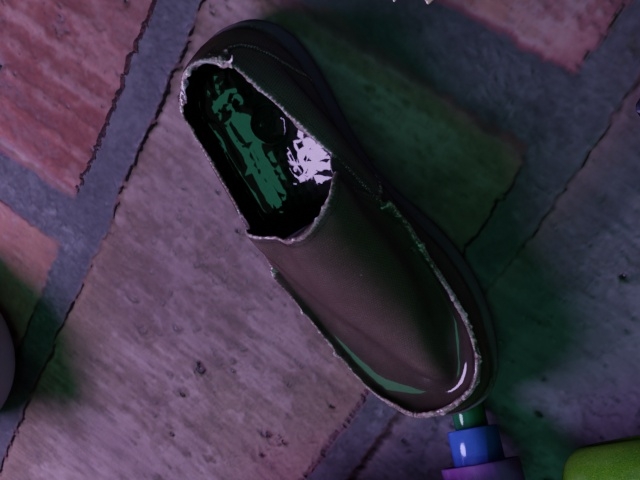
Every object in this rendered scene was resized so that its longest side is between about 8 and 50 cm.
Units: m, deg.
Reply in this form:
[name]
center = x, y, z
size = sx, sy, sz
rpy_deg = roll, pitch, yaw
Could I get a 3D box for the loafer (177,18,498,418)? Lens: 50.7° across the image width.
[loafer]
center = 0.000, 0.000, 0.524
size = 0.134, 0.130, 0.366
rpy_deg = -37, 92, 25

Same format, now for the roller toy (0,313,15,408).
[roller toy]
center = -0.432, 0.129, 0.703
size = 0.191, 0.146, 0.209
rpy_deg = -15, 95, 13

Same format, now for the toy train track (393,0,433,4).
[toy train track]
center = 0.062, -0.212, 0.503
size = 0.048, 0.014, 0.083
rpy_deg = -36, 87, 32

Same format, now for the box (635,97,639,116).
[box]
center = 0.469, -0.146, 0.228
size = 0.480, 0.297, 0.471
rpy_deg = 27, 112, 9

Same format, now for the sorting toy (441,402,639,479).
[sorting toy]
center = 0.256, 0.112, 0.506
size = 0.366, 0.127, 0.126
rpy_deg = -19, 70, 26
